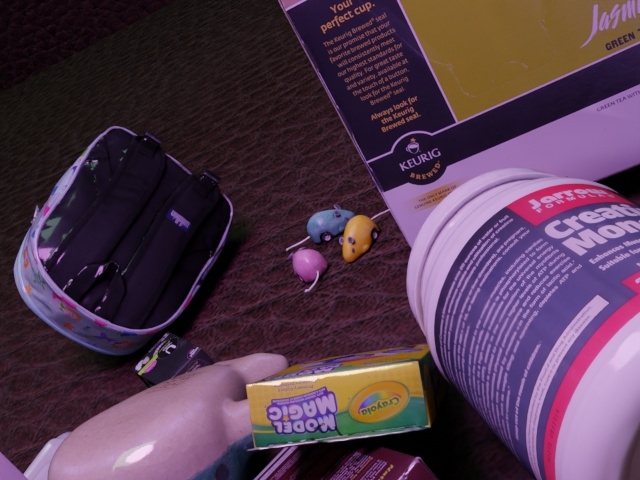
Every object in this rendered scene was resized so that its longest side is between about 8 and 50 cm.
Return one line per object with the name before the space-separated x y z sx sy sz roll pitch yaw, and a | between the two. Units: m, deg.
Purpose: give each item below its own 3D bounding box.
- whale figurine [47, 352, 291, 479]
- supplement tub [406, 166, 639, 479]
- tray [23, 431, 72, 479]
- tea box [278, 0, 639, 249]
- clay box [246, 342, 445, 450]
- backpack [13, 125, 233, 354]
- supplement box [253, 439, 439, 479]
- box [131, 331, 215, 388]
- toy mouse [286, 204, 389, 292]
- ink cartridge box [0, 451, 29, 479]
whale figurine | -0.119 0.199 0.833 0.216 0.141 0.272 -17 8 30
supplement tub | 0.188 0.068 0.616 0.191 0.191 0.272 -36 29 -3
tray | -0.316 0.307 0.944 0.145 0.030 0.270 -5 39 40
tea box | 0.177 -0.217 0.897 0.329 0.323 0.220 -22 20 20
clay box | 0.026 0.118 0.698 0.127 0.053 0.222 -10 -5 10
backpack | -0.259 0.014 1.140 0.191 0.225 0.253 -38 23 45
supplement box | 0.002 0.209 0.632 0.130 0.073 0.239 -44 6 -16
box | -0.158 0.148 1.000 0.062 0.052 0.083 -47 32 -20
toy mouse | 0.000 0.000 1.083 0.143 0.031 0.161 1 44 47
ink cartridge box | -0.394 0.271 0.901 0.191 0.139 0.082 -20 29 23
